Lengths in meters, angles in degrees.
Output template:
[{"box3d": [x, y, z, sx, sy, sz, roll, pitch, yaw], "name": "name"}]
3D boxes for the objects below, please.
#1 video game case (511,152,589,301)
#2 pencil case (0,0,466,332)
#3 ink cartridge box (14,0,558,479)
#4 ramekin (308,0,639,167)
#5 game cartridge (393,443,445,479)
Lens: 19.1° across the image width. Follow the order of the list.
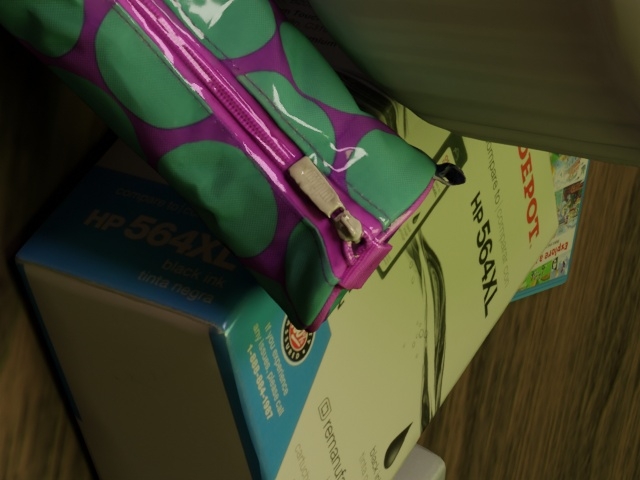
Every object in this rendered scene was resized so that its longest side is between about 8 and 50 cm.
[{"box3d": [0.105, -0.053, 0.911, 0.119, 0.015, 0.166, -14, 115, -60], "name": "video game case"}, {"box3d": [-0.034, -0.048, 0.527, 0.064, 0.152, 0.070, -45, -170, -3], "name": "pencil case"}, {"box3d": [0.000, 0.000, 0.670, 0.203, 0.086, 0.148, -53, 145, -33], "name": "ink cartridge box"}, {"box3d": [0.084, -0.148, 0.556, 0.273, 0.127, 0.273, -7, 98, -59], "name": "ramekin"}, {"box3d": [-0.038, 0.218, 0.707, 0.294, 0.060, 0.196, -57, 164, -30], "name": "game cartridge"}]
